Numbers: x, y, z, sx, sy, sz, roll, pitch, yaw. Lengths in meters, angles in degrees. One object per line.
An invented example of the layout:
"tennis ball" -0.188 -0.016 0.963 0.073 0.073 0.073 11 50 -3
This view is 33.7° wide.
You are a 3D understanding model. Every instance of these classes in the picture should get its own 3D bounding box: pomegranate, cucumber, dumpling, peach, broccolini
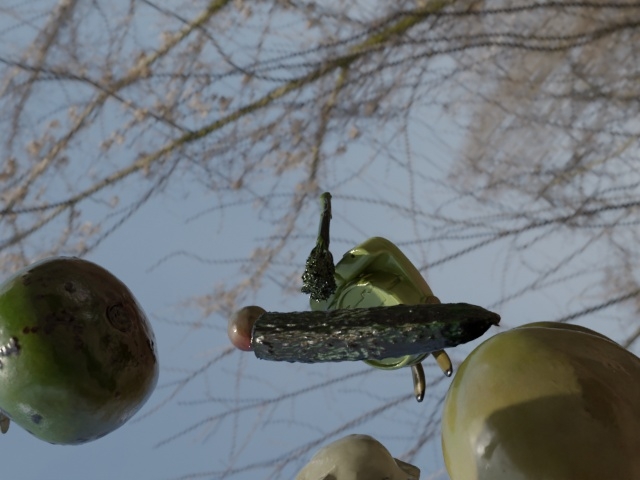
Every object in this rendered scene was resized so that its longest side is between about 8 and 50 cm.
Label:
"pomegranate" -0.416 0.177 1.599 0.291 0.323 0.291 -19 -90 -84
"cucumber" 0.061 0.106 1.218 0.067 0.293 0.067 -5 -90 -67
"dumpling" 0.033 0.315 1.421 0.092 0.176 0.150 62 168 -22
"peach" 0.259 0.221 1.123 0.292 0.247 0.292 57 177 4
"peach" -0.121 0.153 1.821 0.083 0.083 0.083 29 -153 -16
"broccolini" 0.000 0.000 1.552 0.051 0.054 0.239 39 -150 -25

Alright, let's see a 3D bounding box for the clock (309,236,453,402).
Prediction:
"clock" 0.102 0.120 1.542 0.232 0.170 0.069 49 -139 10
